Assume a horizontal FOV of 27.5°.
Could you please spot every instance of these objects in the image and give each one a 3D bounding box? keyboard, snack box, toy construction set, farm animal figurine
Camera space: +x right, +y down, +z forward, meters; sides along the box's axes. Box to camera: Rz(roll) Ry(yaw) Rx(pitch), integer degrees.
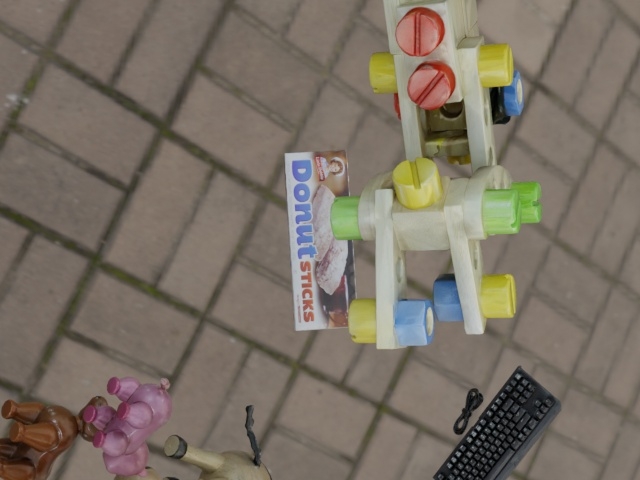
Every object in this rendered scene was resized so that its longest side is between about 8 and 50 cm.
[{"bbox_3d":[0.206,0.238,1.617,0.180,0.108,0.023,-54,146,11],"label":"keyboard"},{"bbox_3d":[0.000,0.000,1.315,0.064,0.022,0.178,-4,89,-4],"label":"snack box"},{"bbox_3d":[0.079,-0.108,0.849,0.215,0.151,0.328,-53,152,-61],"label":"toy construction set"},{"bbox_3d":[-0.183,0.286,1.205,0.172,0.330,0.327,23,80,-41],"label":"farm animal figurine"}]
